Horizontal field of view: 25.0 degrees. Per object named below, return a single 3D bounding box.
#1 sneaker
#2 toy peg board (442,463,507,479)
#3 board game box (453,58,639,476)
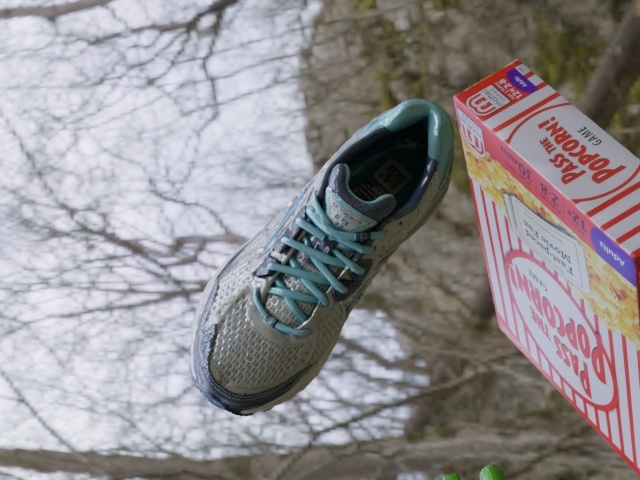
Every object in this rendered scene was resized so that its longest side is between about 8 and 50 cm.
[{"bbox_3d":[0.000,0.000,1.062,0.110,0.122,0.283,35,-109,5],"label":"sneaker"},{"bbox_3d":[0.102,0.260,1.144,0.161,0.079,0.161,-13,-58,0],"label":"toy peg board"},{"bbox_3d":[0.141,0.020,0.756,0.045,0.147,0.193,-31,-43,-12],"label":"board game box"}]
